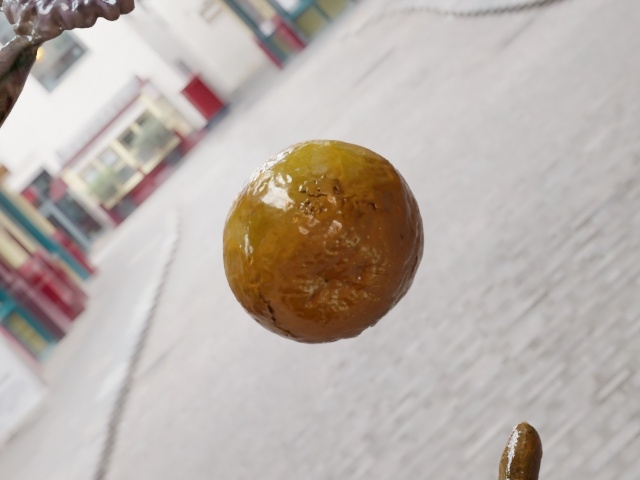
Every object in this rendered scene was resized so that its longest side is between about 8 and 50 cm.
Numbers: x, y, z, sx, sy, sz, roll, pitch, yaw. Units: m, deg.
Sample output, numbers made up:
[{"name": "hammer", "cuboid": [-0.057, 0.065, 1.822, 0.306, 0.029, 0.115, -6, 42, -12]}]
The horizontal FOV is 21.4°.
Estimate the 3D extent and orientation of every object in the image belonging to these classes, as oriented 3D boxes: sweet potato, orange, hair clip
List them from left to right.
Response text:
[{"name": "hair clip", "cuboid": [-0.285, -0.218, 1.734, 0.069, 0.173, 0.300, 78, -148, -46]}, {"name": "orange", "cuboid": [0.002, 0.000, 1.792, 0.219, 0.219, 0.193, -41, 45, 22]}, {"name": "sweet potato", "cuboid": [0.243, 0.310, 2.089, 0.056, 0.056, 0.194, -37, 34, 47]}]
